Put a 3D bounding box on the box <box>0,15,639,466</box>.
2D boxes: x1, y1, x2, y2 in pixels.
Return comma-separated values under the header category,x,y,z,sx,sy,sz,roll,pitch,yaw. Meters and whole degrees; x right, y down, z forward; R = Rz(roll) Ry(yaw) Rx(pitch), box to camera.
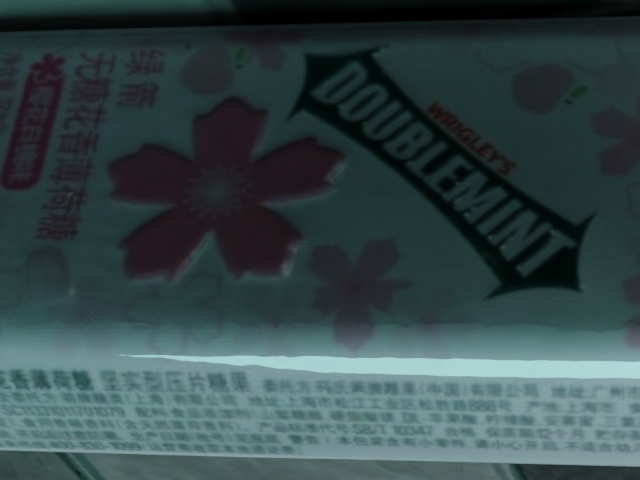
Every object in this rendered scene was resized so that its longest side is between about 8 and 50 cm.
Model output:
category,x,y,z,sx,sy,sz,roll,pitch,yaw
box,0.000,0.000,0.793,0.369,0.190,0.112,0,143,13
